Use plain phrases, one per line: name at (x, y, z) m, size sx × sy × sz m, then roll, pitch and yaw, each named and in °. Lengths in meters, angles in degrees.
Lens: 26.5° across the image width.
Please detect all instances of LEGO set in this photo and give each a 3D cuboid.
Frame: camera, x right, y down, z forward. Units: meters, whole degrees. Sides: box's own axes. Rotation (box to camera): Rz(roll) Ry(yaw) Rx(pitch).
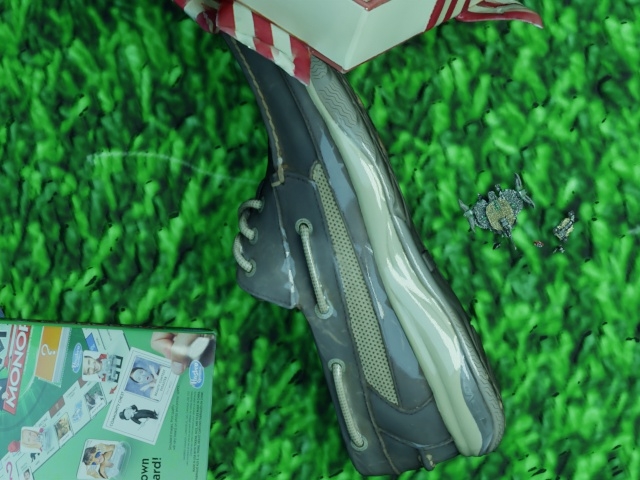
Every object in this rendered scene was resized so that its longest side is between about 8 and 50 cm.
LEGO set at (0.136, -0.016, 0.957) m, size 0.083 × 0.023 × 0.054 m, roll 33°, pitch 96°, yaw -6°

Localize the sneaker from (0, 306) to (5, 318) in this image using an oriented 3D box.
sneaker at (-0.260, 0.096, 0.992) m, size 0.053 × 0.059 × 0.144 m, roll -7°, pitch 87°, yaw 11°

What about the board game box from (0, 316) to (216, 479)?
board game box at (-0.190, 0.214, 0.952) m, size 0.213 × 0.046 × 0.317 m, roll 4°, pitch 89°, yaw -11°

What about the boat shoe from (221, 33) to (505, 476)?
boat shoe at (0.000, 0.000, 0.919) m, size 0.130 × 0.132 × 0.355 m, roll -26°, pitch 84°, yaw 7°

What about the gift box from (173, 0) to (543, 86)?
gift box at (0.024, -0.248, 0.813) m, size 0.276 × 0.255 × 0.258 m, roll 39°, pitch 131°, yaw 21°
